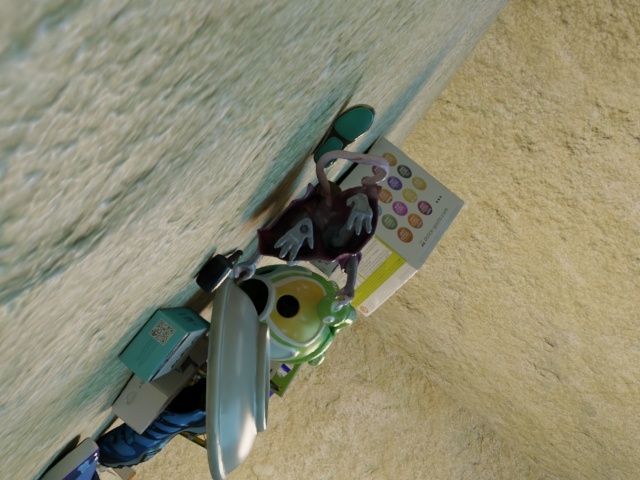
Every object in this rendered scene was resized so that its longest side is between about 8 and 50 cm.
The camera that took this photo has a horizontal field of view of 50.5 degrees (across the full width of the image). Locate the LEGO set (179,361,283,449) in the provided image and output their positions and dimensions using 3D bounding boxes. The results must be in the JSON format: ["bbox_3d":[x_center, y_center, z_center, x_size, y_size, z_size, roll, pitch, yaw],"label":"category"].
[{"bbox_3d":[-0.256,0.370,1.715,0.192,0.255,0.331,-62,170,16],"label":"LEGO set"}]

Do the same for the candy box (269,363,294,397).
[{"bbox_3d":[-0.233,0.425,2.446,0.122,0.268,0.317,-43,172,-41],"label":"candy box"}]

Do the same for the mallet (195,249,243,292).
[{"bbox_3d":[-0.160,0.034,1.186,0.062,0.039,0.189,-48,-178,19],"label":"mallet"}]

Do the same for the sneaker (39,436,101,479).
[{"bbox_3d":[-0.439,0.544,1.272,0.323,0.236,0.130,-51,177,19],"label":"sneaker"}]

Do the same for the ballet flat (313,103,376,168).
[{"bbox_3d":[0.042,-0.196,1.219,0.168,0.057,0.052,-41,-166,39],"label":"ballet flat"}]

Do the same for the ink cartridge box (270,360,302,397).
[{"bbox_3d":[-0.148,0.290,1.910,0.188,0.255,0.097,-59,162,10],"label":"ink cartridge box"}]

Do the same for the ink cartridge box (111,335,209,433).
[{"bbox_3d":[-0.311,0.274,1.362,0.139,0.082,0.190,-51,179,31],"label":"ink cartridge box"}]

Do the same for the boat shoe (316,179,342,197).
[{"bbox_3d":[-0.016,-0.064,1.594,0.073,0.080,0.223,-60,176,40],"label":"boat shoe"}]

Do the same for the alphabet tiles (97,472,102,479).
[{"bbox_3d":[-0.712,0.763,1.919,0.278,0.021,0.284,-51,176,-3],"label":"alphabet tiles"}]

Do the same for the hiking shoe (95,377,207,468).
[{"bbox_3d":[-0.359,0.388,1.490,0.304,0.113,0.132,-22,131,-14],"label":"hiking shoe"}]

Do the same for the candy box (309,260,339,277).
[{"bbox_3d":[0.000,0.000,1.766,0.070,0.165,0.196,-53,176,18],"label":"candy box"}]

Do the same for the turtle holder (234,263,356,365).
[{"bbox_3d":[-0.076,0.180,1.600,0.227,0.320,0.243,30,93,-49],"label":"turtle holder"}]

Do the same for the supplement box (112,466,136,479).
[{"bbox_3d":[-0.524,0.583,1.760,0.036,0.098,0.062,-45,176,-26],"label":"supplement box"}]

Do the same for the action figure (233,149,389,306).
[{"bbox_3d":[-0.026,-0.026,1.331,0.370,0.248,0.275,142,-38,-85],"label":"action figure"}]

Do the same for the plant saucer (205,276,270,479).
[{"bbox_3d":[-0.155,0.273,1.358,0.400,0.101,0.400,-179,-90,-89],"label":"plant saucer"}]

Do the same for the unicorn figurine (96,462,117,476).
[{"bbox_3d":[-0.519,0.516,1.553,0.111,0.060,0.162,-51,160,24],"label":"unicorn figurine"}]

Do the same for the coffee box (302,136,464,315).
[{"bbox_3d":[0.170,-0.041,2.112,0.337,0.334,0.338,-49,179,-37],"label":"coffee box"}]

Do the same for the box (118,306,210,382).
[{"bbox_3d":[-0.254,0.170,1.148,0.100,0.060,0.244,-51,177,-4],"label":"box"}]
